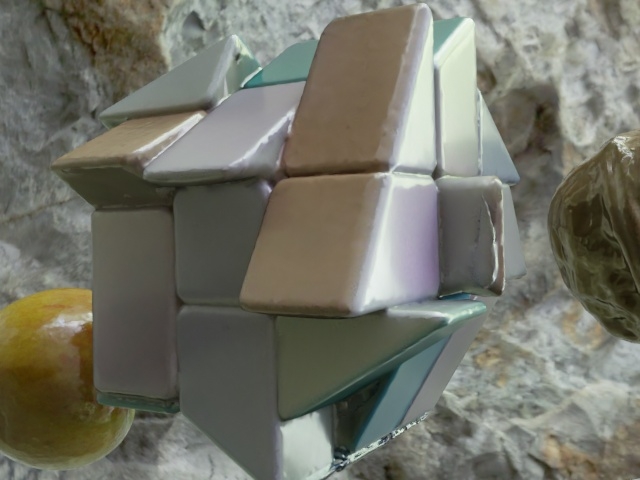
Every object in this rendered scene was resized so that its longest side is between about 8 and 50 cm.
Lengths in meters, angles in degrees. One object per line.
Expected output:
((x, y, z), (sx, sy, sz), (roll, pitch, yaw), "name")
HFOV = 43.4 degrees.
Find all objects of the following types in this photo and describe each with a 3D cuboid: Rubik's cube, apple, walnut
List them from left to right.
((-0.256, 0.134, 0.780), (0.155, 0.182, 0.182), (9, -99, -7), "apple")
((0.000, 0.000, 0.704), (0.387, 0.358, 0.368), (-4, -86, -61), "Rubik's cube")
((0.399, -0.011, 0.913), (0.227, 0.273, 0.273), (-38, -81, -19), "walnut")

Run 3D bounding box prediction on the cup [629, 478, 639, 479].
((0.309, 0.378, 0.628), (0.163, 0.347, 0.347), (33, -108, -39), "cup")
